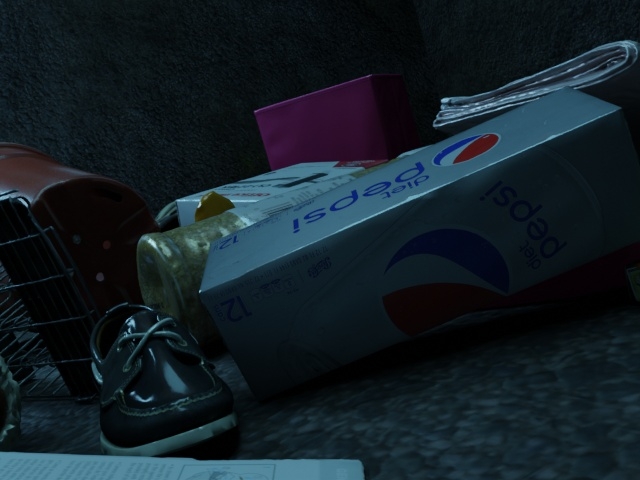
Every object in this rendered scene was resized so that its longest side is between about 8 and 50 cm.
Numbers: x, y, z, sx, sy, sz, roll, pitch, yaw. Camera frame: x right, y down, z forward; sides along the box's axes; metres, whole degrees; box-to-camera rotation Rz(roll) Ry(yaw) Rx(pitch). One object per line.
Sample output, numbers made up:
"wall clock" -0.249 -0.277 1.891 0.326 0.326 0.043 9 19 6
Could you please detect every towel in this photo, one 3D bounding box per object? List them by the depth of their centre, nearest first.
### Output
"towel" 0.374 -0.165 1.052 0.332 0.053 0.317 10 -10 -36

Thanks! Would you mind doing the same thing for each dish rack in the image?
"dish rack" -0.280 0.052 0.709 0.272 0.208 0.074 -10 21 39

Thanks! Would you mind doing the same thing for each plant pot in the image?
"plant pot" -0.360 0.008 1.025 0.272 0.272 0.265 -21 20 -40

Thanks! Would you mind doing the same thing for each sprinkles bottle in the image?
"sprinkles bottle" 0.000 0.000 0.792 0.355 0.121 0.121 -19 7 -28

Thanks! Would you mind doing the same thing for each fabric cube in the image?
"fabric cube" 0.057 -0.178 1.590 0.254 0.258 0.259 -14 7 22

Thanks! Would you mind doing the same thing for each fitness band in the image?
"fitness band" 0.183 0.004 0.660 0.291 0.054 0.209 -12 10 36

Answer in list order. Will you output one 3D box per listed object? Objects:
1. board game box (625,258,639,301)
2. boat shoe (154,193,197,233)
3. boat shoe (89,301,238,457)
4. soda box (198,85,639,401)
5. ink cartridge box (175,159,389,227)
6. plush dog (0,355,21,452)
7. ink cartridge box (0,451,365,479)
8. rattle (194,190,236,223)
"board game box" 0.334 -0.011 0.500 0.260 0.030 0.136 -19 5 -28
"boat shoe" -0.224 0.004 1.329 0.130 0.132 0.355 -10 17 32
"boat shoe" -0.116 0.089 0.524 0.084 0.079 0.233 -16 8 -19
"soda box" 0.066 -0.001 0.533 0.286 0.091 0.098 -24 19 5
"ink cartridge box" -0.046 -0.038 1.162 0.197 0.114 0.273 3 18 42
"plush dog" -0.355 0.100 0.546 0.225 0.262 0.210 -9 -32 -34
"ink cartridge box" -0.098 0.136 0.286 0.232 0.066 0.189 5 6 -1
"rattle" -0.143 0.024 0.902 0.130 0.142 0.200 -36 16 -9
